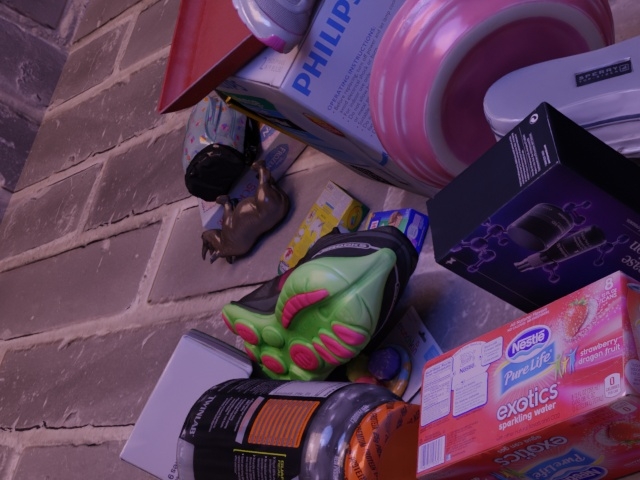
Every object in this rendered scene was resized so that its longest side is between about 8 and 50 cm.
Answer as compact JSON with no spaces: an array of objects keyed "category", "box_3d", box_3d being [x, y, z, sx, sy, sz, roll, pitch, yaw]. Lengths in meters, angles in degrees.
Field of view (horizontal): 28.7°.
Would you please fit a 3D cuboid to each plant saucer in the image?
[{"category":"plant saucer","box_3d":[-0.124,-0.322,1.752,0.259,0.047,0.258,-33,41,44]},{"category":"plant saucer","box_3d":[0.225,-0.195,1.537,0.332,0.332,0.084,-52,38,16]}]

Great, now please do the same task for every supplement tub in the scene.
[{"category":"supplement tub","box_3d":[-0.009,0.282,1.595,0.338,0.207,0.207,-3,62,46]}]

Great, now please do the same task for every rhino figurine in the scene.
[{"category":"rhino figurine","box_3d":[-0.145,-0.033,2.244,0.243,0.073,0.106,-42,66,33]}]

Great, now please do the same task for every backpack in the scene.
[{"category":"backpack","box_3d":[-0.187,-0.179,2.273,0.152,0.115,0.182,-40,34,38]}]

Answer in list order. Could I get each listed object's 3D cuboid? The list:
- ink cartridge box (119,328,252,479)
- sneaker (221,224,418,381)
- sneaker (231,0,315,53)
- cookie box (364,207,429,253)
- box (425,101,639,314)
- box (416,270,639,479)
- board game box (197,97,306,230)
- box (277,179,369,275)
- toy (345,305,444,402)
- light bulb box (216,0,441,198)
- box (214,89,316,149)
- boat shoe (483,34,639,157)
[{"category":"ink cartridge box","box_3d":[-0.201,0.254,1.933,0.211,0.121,0.289,-63,2,-4]},{"category":"sneaker","box_3d":[0.007,0.097,1.806,0.202,0.185,0.483,-39,6,-25]},{"category":"sneaker","box_3d":[-0.036,-0.350,1.575,0.111,0.103,0.252,-32,42,44]},{"category":"cookie box","box_3d":[0.104,0.002,1.856,0.107,0.040,0.092,-6,62,57]},{"category":"box","box_3d":[0.274,-0.006,1.359,0.184,0.261,0.103,-41,35,34]},{"category":"box","box_3d":[0.256,0.174,1.354,0.300,0.142,0.154,-32,40,41]},{"category":"board game box","box_3d":[-0.130,-0.212,2.395,0.319,0.066,0.318,-50,31,21]},{"category":"box","box_3d":[0.000,0.000,2.027,0.179,0.043,0.105,-56,29,6]},{"category":"toy","box_3d":[0.061,0.205,1.735,0.237,0.056,0.137,-54,30,14]},{"category":"light bulb box","box_3d":[0.055,-0.245,1.819,0.225,0.361,0.358,-63,28,-2]},{"category":"box","box_3d":[0.005,-0.326,2.074,0.322,0.257,0.079,-53,45,13]},{"category":"boat shoe","box_3d":[0.384,-0.139,1.441,0.367,0.156,0.136,-12,44,18]}]
